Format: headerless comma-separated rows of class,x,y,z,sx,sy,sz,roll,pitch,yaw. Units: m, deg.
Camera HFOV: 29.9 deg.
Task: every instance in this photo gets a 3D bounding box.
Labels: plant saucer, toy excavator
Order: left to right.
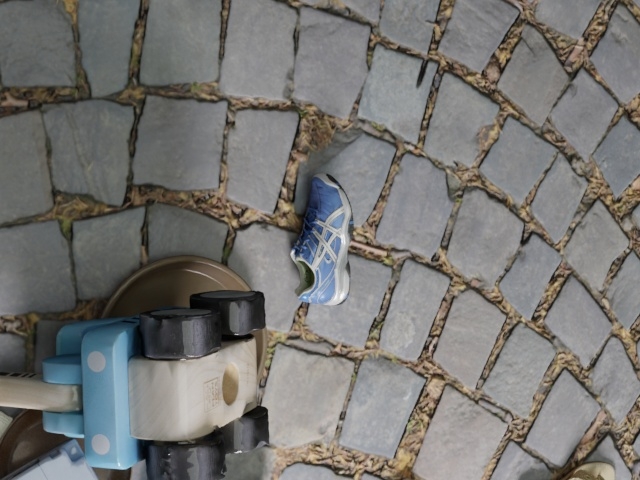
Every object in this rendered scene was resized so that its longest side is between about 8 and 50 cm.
plant saucer,-0.368,0.323,1.707,0.198,0.036,0.199,4,80,-24
toy excavator,-0.336,0.200,1.601,0.433,0.445,0.222,-15,103,-68
plant saucer,-0.211,0.159,1.794,0.277,0.041,0.278,-2,94,-28

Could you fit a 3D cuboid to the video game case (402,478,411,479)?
video game case,0.128,0.573,2.012,0.204,0.025,0.285,-32,108,-22

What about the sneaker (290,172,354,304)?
sneaker,0.000,0.000,1.871,0.081,0.080,0.211,-5,95,-31

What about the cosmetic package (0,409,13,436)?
cosmetic package,-0.485,0.277,1.656,0.060,0.041,0.115,38,76,-25

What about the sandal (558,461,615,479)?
sandal,0.460,0.460,2.148,0.240,0.079,0.088,-6,97,-27

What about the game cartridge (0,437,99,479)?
game cartridge,-0.417,0.429,1.624,0.297,0.062,0.198,-30,102,-20
